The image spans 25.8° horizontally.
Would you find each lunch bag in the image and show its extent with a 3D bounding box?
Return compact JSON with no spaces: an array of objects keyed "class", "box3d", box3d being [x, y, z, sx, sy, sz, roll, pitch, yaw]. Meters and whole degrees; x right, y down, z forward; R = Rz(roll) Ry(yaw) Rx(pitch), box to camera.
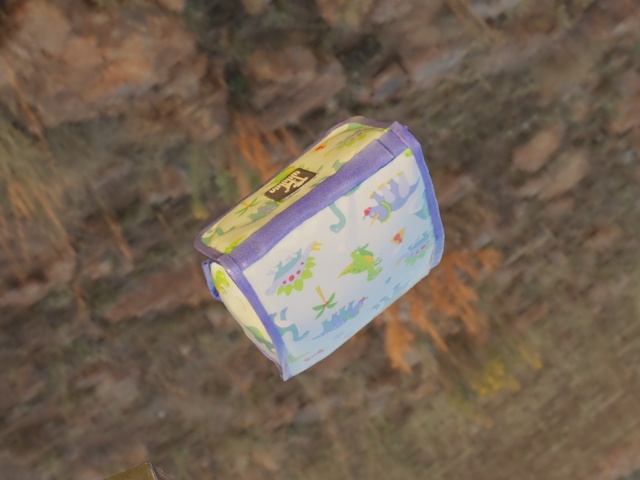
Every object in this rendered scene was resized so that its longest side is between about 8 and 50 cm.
[{"class":"lunch bag","box3d":[0.000,0.000,0.806,0.129,0.096,0.151,-39,167,-10]}]

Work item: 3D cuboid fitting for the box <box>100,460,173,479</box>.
[{"class":"box","box3d":[-0.124,0.250,0.678,0.183,0.232,0.059,-23,158,-1]}]
